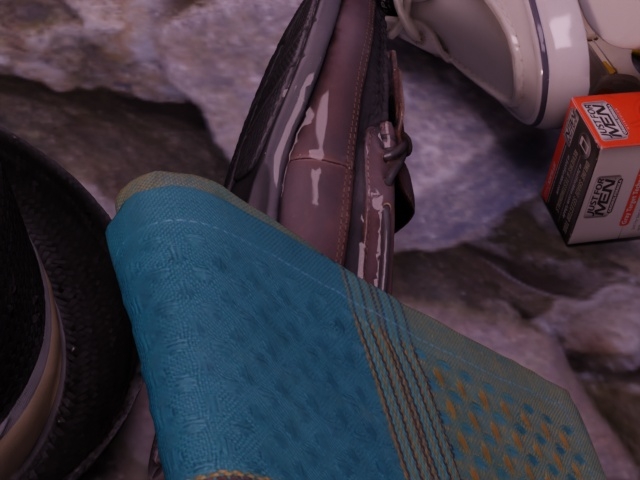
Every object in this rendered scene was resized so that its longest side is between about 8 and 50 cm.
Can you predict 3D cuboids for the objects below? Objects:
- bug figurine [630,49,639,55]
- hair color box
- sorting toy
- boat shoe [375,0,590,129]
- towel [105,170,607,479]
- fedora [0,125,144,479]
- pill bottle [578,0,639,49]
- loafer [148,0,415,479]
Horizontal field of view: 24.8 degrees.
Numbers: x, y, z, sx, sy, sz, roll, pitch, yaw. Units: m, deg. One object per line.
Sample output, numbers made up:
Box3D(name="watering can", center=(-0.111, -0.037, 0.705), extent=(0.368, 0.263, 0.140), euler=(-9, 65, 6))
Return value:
Box3D(name="bug figurine", center=(0.219, -0.234, 0.966), extent=(0.216, 0.072, 0.279), euler=(22, 46, 13))
Box3D(name="hair color box", center=(0.195, -0.042, 0.768), extent=(0.141, 0.072, 0.043), euler=(-6, 47, -16))
Box3D(name="sorting toy", center=(0.171, -0.104, 0.851), extent=(0.075, 0.045, 0.083), euler=(-3, 45, -22))
Box3D(name="boat shoe", center=(0.068, -0.151, 0.842), extent=(0.088, 0.096, 0.267), euler=(-11, 47, -14))
Box3D(name="towel", center=(0.057, 0.160, 0.456), extent=(0.271, 0.040, 0.370), euler=(31, 30, -40))
Box3D(name="fedora", center=(-0.231, -0.013, 0.608), extent=(0.334, 0.152, 0.334), euler=(5, 44, -5))
Box3D(name="pill bottle", center=(0.247, -0.145, 0.790), extent=(0.215, 0.117, 0.117), euler=(-4, 44, -31))
Box3D(name="loafer", center=(0.000, 0.000, 0.687), extent=(0.095, 0.109, 0.302), euler=(23, 50, -11))
